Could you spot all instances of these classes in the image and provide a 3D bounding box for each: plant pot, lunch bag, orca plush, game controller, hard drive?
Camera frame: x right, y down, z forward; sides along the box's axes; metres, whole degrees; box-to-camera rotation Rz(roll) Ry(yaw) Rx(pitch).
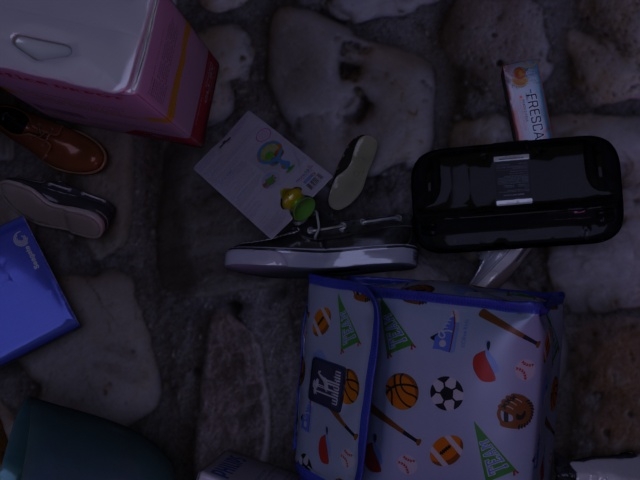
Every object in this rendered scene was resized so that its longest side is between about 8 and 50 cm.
[{"bbox_3d":[-0.356,0.399,1.439,0.235,0.293,0.293,15,86,-20],"label":"plant pot"},{"bbox_3d":[0.143,0.220,1.419,0.385,0.239,0.327,6,92,24],"label":"lunch bag"},{"bbox_3d":[0.476,0.392,1.438,0.287,0.151,0.102,-1,127,-19],"label":"orca plush"},{"bbox_3d":[0.298,-0.071,1.475,0.319,0.067,0.166,-4,75,14],"label":"game controller"},{"bbox_3d":[-0.583,0.122,1.554,0.319,0.040,0.210,-27,84,-15],"label":"hard drive"}]

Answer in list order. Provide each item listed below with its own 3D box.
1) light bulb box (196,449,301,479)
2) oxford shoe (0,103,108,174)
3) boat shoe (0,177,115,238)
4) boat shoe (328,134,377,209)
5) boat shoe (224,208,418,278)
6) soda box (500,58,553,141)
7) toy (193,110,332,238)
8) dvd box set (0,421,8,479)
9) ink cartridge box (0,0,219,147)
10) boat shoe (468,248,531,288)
[{"bbox_3d":[-0.051,0.547,1.419,0.361,0.225,0.358,18,87,6],"label":"light bulb box"},{"bbox_3d":[-0.458,-0.168,1.604,0.212,0.076,0.076,23,86,6],"label":"oxford shoe"},{"bbox_3d":[-0.441,-0.064,1.610,0.206,0.075,0.065,20,44,13],"label":"boat shoe"},{"bbox_3d":[0.050,-0.111,1.563,0.049,0.042,0.133,26,88,-18],"label":"boat shoe"},{"bbox_3d":[0.000,-0.001,1.523,0.306,0.113,0.105,-4,78,3],"label":"boat shoe"},{"bbox_3d":[0.333,-0.191,1.529,0.058,0.063,0.183,-10,85,7],"label":"soda box"},{"bbox_3d":[-0.088,-0.100,1.546,0.137,0.056,0.237,-46,48,-4],"label":"toy"},{"bbox_3d":[-0.717,0.248,1.597,0.308,0.062,0.420,-21,83,3],"label":"dvd box set"},{"bbox_3d":[-0.334,-0.273,1.443,0.279,0.385,0.160,13,86,6],"label":"ink cartridge box"},{"bbox_3d":[0.284,0.017,1.518,0.063,0.066,0.184,39,94,25],"label":"boat shoe"}]
